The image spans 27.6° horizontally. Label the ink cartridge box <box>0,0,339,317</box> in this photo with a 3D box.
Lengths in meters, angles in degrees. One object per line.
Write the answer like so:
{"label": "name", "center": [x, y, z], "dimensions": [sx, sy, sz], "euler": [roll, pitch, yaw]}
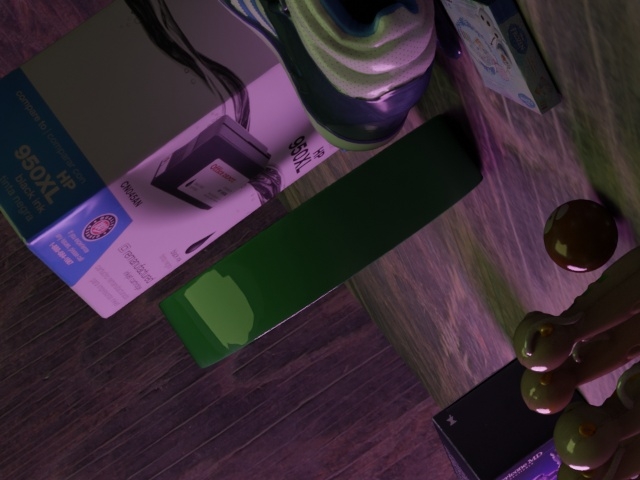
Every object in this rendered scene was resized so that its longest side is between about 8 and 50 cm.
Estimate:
{"label": "ink cartridge box", "center": [-0.139, -0.127, 1.336], "dimensions": [0.166, 0.395, 0.285], "euler": [52, 174, 18]}

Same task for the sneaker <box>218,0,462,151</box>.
{"label": "sneaker", "center": [-0.013, -0.241, 1.039], "dimensions": [0.323, 0.130, 0.236], "euler": [59, 166, 15]}

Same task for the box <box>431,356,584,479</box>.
{"label": "box", "center": [0.234, 0.241, 1.533], "dimensions": [0.108, 0.153, 0.207], "euler": [52, 175, 32]}

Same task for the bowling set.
{"label": "bowling set", "center": [0.191, 0.086, 0.921], "dimensions": [0.200, 0.154, 0.287], "euler": [52, 174, 32]}

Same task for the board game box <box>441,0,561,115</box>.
{"label": "board game box", "center": [0.122, -0.138, 0.903], "dimensions": [0.090, 0.020, 0.090], "euler": [59, 174, -27]}

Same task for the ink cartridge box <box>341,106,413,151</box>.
{"label": "ink cartridge box", "center": [0.046, -0.137, 1.234], "dimensions": [0.052, 0.088, 0.122], "euler": [55, 175, 6]}

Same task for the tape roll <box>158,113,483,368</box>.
{"label": "tape roll", "center": [0.000, 0.000, 1.224], "dimensions": [0.077, 0.321, 0.321], "euler": [57, 175, -1]}
